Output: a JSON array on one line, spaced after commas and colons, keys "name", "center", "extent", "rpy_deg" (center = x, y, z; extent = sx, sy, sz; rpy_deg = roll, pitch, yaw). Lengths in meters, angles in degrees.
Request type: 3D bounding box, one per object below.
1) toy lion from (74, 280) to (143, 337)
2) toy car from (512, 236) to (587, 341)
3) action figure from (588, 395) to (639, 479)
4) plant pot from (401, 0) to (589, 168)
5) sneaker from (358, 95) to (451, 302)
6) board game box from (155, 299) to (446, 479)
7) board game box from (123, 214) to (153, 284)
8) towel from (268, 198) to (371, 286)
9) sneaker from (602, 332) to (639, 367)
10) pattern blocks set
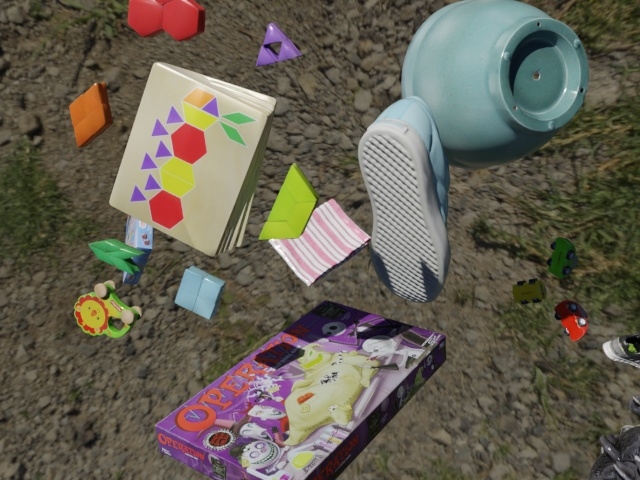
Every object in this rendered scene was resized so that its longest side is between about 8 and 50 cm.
[{"name": "toy lion", "center": [-0.354, 0.121, 1.193], "extent": [0.100, 0.034, 0.096], "rpy_deg": [42, 109, 7]}, {"name": "toy car", "center": [0.581, 0.097, 1.765], "extent": [0.053, 0.239, 0.225], "rpy_deg": [-8, 118, -30]}, {"name": "action figure", "center": [0.337, 0.236, 0.717], "extent": [0.141, 0.275, 0.164], "rpy_deg": [39, 103, 22]}, {"name": "plant pot", "center": [0.307, -0.262, 1.195], "extent": [0.293, 0.196, 0.293], "rpy_deg": [-3, 97, -22]}, {"name": "sneaker", "center": [0.158, -0.059, 1.150], "extent": [0.135, 0.150, 0.366], "rpy_deg": [16, 138, 26]}, {"name": "board game box", "center": [-0.010, 0.190, 0.924], "extent": [0.208, 0.347, 0.056], "rpy_deg": [9, 117, 35]}, {"name": "board game box", "center": [-0.404, -0.033, 1.622], "extent": [0.039, 0.160, 0.212], "rpy_deg": [8, 55, -22]}, {"name": "towel", "center": [0.000, 0.000, 1.631], "extent": [0.197, 0.029, 0.144], "rpy_deg": [-34, 70, -28]}, {"name": "sneaker", "center": [0.769, 0.263, 1.747], "extent": [0.170, 0.075, 0.063], "rpy_deg": [12, 55, -16]}, {"name": "pattern blocks set", "center": [-0.134, -0.089, 0.770], "extent": [0.285, 0.026, 0.325], "rpy_deg": [34, 110, 5]}]
